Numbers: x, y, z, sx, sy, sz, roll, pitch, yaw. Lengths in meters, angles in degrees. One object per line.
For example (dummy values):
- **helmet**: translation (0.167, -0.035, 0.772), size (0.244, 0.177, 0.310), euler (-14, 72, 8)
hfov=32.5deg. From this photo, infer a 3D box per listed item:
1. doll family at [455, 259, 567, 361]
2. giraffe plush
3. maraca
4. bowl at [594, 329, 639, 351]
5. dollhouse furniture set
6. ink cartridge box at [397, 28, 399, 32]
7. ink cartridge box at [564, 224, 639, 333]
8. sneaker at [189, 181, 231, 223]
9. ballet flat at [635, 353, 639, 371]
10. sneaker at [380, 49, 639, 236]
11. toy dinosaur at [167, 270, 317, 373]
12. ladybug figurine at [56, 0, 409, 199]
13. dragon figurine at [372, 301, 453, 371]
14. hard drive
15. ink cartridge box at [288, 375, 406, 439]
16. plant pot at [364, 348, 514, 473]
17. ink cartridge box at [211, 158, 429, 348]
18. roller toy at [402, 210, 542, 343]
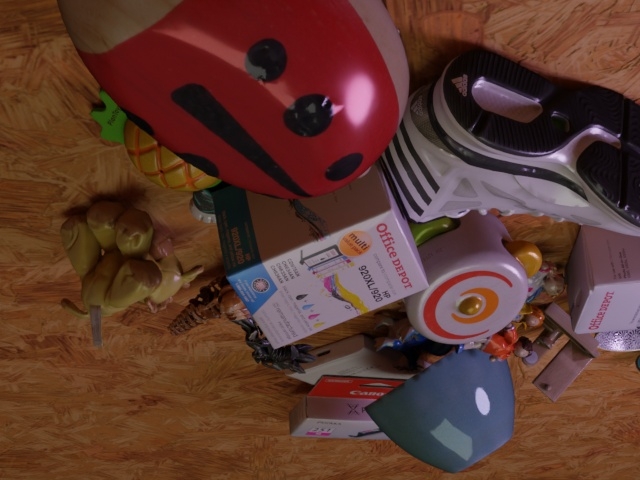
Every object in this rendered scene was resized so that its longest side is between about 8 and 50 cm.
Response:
- **doll family**: translation (0.336, 0.096, 1.903), size (0.163, 0.118, 0.263), euler (7, 134, -8)
- **giraffe plush**: translation (-0.270, 0.044, 1.639), size (0.181, 0.210, 0.170), euler (16, -167, 34)
- **maraca**: translation (-0.199, -0.127, 1.370), size (0.185, 0.099, 0.127), euler (30, 136, -9)
- **bowl**: translation (0.582, 0.139, 2.025), size (0.170, 0.080, 0.170), euler (-4, 154, -2)
- **dollhouse furniture set**: translation (0.433, 0.209, 2.038), size (0.123, 0.144, 0.151), euler (-48, 174, -3)
- **ink cartridge box**: translation (-0.055, -0.224, 1.239), size (0.235, 0.056, 0.171), euler (25, 144, -19)
- **ink cartridge box**: translation (0.563, 0.054, 1.805), size (0.289, 0.122, 0.211), euler (-5, 154, 1)
- **sneaker**: translation (-0.103, -0.063, 1.548), size (0.166, 0.065, 0.076), euler (-4, 149, -5)
- **ballet flat**: translation (0.766, 0.252, 2.297), size (0.206, 0.073, 0.067), euler (-7, 168, 15)
- **sneaker**: translation (0.273, -0.095, 1.468), size (0.447, 0.169, 0.257), euler (21, 154, -26)
- **toy dinosaur**: translation (-0.104, 0.095, 1.821), size (0.321, 0.164, 0.218), euler (0, 145, 36)
- **ladybug figurine**: translation (-0.086, -0.180, 1.117), size (0.305, 0.162, 0.449), euler (-21, 136, 36)
- **dragon figurine**: translation (0.193, 0.163, 2.013), size (0.144, 0.085, 0.289), euler (12, 150, -29)
- **hard drive**: translation (0.101, 0.275, 2.274), size (0.203, 0.040, 0.307), euler (-22, 148, 32)
- **ink cartridge box**: translation (0.096, 0.362, 2.338), size (0.275, 0.060, 0.239), euler (5, 153, -17)
- **plant pot**: translation (0.256, 0.324, 2.085), size (0.290, 0.195, 0.290), euler (-31, 170, -6)
- **ink cartridge box**: translation (0.000, 0.000, 1.478), size (0.232, 0.168, 0.171), euler (-22, 134, 7)
- **roller toy**: translation (0.216, 0.059, 1.681), size (0.209, 0.146, 0.191), euler (6, 129, -19)
